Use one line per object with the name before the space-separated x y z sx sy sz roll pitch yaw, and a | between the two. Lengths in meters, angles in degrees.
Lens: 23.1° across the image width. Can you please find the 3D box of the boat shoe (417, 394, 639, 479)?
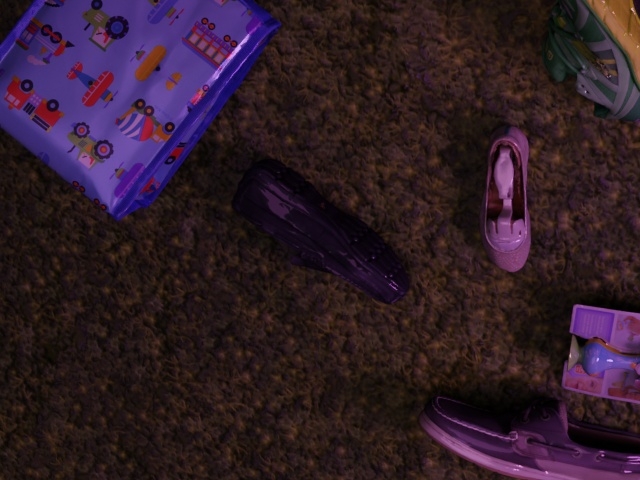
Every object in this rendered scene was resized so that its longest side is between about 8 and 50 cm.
boat shoe | 0.252 0.219 1.736 0.285 0.103 0.092 20 106 3

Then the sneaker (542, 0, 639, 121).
sneaker | 0.266 -0.202 1.530 0.124 0.109 0.295 -8 142 28

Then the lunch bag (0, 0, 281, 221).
lunch bag | -0.204 -0.207 1.702 0.221 0.138 0.293 39 103 2

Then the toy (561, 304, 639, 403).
toy | 0.379 0.149 1.681 0.237 0.056 0.136 12 134 13

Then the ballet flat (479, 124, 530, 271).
ballet flat | 0.196 -0.040 1.686 0.057 0.052 0.168 0 108 14

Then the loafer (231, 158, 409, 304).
loafer | 0.000 0.000 1.740 0.223 0.076 0.078 38 117 5
